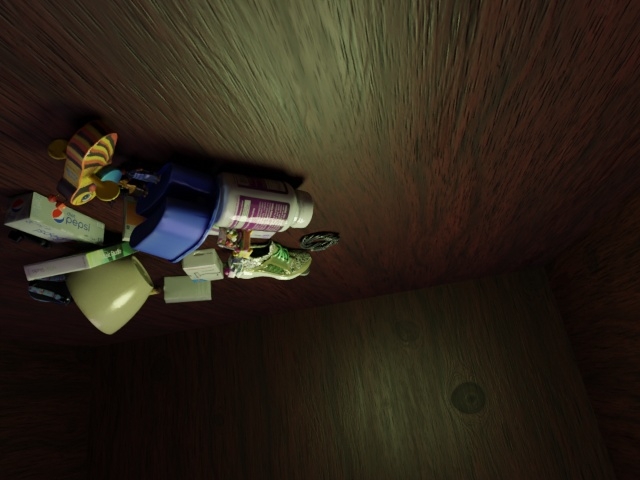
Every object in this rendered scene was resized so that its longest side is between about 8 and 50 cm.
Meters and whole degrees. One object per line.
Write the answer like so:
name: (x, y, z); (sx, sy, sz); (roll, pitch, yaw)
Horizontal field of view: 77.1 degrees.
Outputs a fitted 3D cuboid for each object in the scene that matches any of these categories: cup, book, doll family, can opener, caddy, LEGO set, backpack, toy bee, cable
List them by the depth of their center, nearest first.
toy bee: (-0.578, -0.145, 0.989); (0.195, 0.162, 0.298); (26, 136, 17)
doll family: (-0.534, -0.172, 1.130); (0.112, 0.075, 0.193); (16, 144, -40)
caddy: (-0.416, -0.075, 1.184); (0.179, 0.241, 0.341); (21, 147, -37)
book: (-0.579, -0.065, 1.287); (0.096, 0.144, 0.035); (10, 153, -40)
LEGO set: (-0.297, -0.010, 1.314); (0.107, 0.287, 0.132); (18, 113, -27)
can opener: (-0.951, -0.008, 1.329); (0.186, 0.073, 0.059); (18, 167, 22)
cup: (-0.863, 0.193, 1.703); (0.237, 0.331, 0.331); (-32, 163, -12)
backpack: (-1.168, 0.196, 1.763); (0.174, 0.158, 0.117); (11, 174, -13)
cable: (0.000, 0.000, 1.849); (0.185, 0.047, 0.150); (-14, 154, 22)

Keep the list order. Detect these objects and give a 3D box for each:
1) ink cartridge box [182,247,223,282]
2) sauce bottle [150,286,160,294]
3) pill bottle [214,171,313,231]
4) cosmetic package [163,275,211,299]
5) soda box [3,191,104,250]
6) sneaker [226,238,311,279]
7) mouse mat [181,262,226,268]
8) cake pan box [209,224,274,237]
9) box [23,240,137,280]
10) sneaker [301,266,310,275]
ink cartridge box: (-0.546, 0.119, 1.871); (0.149, 0.085, 0.203); (-7, 158, -5)
sauce bottle: (-0.956, 0.286, 2.236); (0.128, 0.042, 0.042); (-13, 159, 8)
pill bottle: (-0.183, -0.114, 1.275); (0.302, 0.169, 0.169); (5, 156, -31)
cosmetic package: (-0.706, 0.257, 2.138); (0.238, 0.127, 0.107); (-2, 158, -13)
soda box: (-0.842, -0.053, 1.293); (0.098, 0.091, 0.286); (-11, 160, 12)
sneaker: (-0.213, 0.075, 1.845); (0.411, 0.158, 0.182); (-3, 142, -28)
mouse mat: (-0.578, 0.128, 2.011); (0.190, 0.007, 0.153); (11, 152, -44)
cake pan box: (-0.256, -0.085, 1.474); (0.267, 0.070, 0.246); (4, 159, -31)
box: (-0.836, 0.060, 1.448); (0.233, 0.058, 0.322); (-11, -170, 7)
sneaker: (-0.162, 0.115, 2.066); (0.222, 0.083, 0.118); (2, 140, -8)
